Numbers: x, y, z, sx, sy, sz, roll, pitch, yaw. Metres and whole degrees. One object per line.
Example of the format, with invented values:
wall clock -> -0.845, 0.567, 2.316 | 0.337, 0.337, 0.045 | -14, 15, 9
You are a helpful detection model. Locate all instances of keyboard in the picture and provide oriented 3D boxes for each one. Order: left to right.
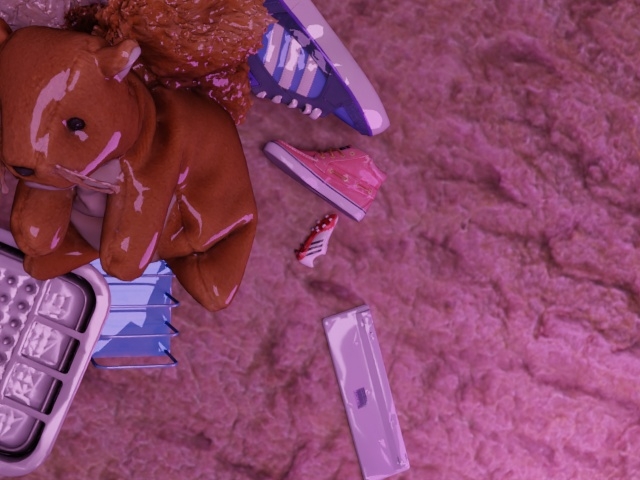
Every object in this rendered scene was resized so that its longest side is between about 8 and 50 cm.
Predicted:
keyboard -> 0.066, 0.221, 2.036 | 0.072, 0.014, 0.256 | -17, 102, -10

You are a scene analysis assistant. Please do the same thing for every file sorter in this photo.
file sorter -> -0.244, 0.077, 1.866 | 0.118, 0.104, 0.170 | 0, 97, -18

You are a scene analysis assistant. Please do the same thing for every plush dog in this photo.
plush dog -> -0.367, -0.287, 1.710 | 0.262, 0.225, 0.211 | 24, 90, -20

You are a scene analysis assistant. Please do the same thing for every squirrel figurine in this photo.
squirrel figurine -> -0.221, -0.155, 1.588 | 0.397, 0.281, 0.370 | -65, 153, -18

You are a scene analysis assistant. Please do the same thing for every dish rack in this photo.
dish rack -> -0.452, 0.112, 1.788 | 0.333, 0.072, 0.285 | 23, 91, -4

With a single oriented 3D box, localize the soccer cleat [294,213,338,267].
soccer cleat -> 0.000, 0.000, 1.975 | 0.035, 0.029, 0.083 | 40, 88, -27

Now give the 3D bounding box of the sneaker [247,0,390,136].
sneaker -> -0.084, -0.212, 1.880 | 0.236, 0.130, 0.323 | -37, 116, 4

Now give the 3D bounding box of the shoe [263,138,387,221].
shoe -> 0.008, -0.105, 1.946 | 0.178, 0.063, 0.081 | 35, 85, -24
